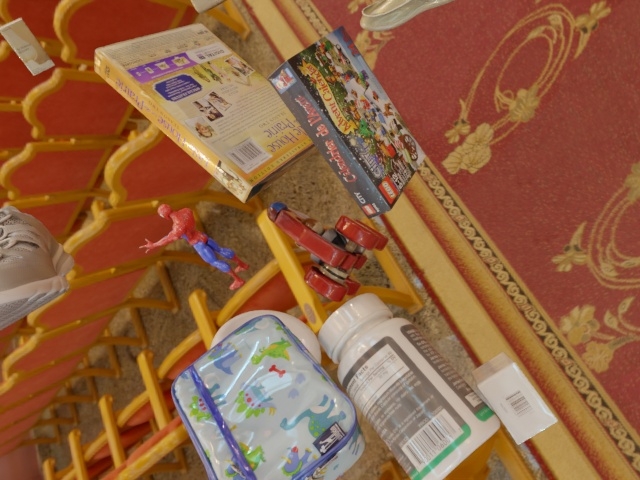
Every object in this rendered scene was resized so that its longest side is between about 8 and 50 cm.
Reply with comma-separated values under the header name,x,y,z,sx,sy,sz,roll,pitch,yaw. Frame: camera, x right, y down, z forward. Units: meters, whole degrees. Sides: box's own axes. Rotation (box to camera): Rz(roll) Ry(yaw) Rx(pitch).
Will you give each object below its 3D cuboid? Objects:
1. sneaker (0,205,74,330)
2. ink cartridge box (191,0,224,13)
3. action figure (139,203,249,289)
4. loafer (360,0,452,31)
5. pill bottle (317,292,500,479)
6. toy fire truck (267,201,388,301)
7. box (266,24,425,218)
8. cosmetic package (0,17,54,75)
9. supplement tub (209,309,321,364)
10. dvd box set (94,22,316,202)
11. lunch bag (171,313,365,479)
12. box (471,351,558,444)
name,x,y,z,sx,sy,sz,roll,pitch,yaw
sneaker,-0.342,0.024,0.452,0.281,0.105,0.115,15,136,62
ink cartridge box,-0.127,-0.448,0.546,0.193,0.088,0.234,-10,125,28
action figure,-0.316,0.021,1.065,0.139,0.280,0.091,-19,40,22
loafer,0.214,-0.587,1.025,0.269,0.092,0.102,-18,44,16
pill bottle,0.165,0.293,0.896,0.361,0.204,0.204,49,119,31
toy fire truck,0.000,0.000,1.008,0.254,0.302,0.169,32,97,16
box,0.050,-0.169,0.613,0.044,0.159,0.233,-22,113,44
cosmetic package,-0.713,-0.471,1.053,0.060,0.115,0.041,-37,44,-14
supplement tub,-0.127,0.339,0.948,0.228,0.228,0.316,31,127,35
dvd box set,-0.222,-0.302,0.963,0.420,0.307,0.062,41,137,2
lunch bag,-0.068,0.208,0.520,0.219,0.176,0.090,42,160,42
box,0.398,0.323,0.909,0.091,0.170,0.130,-36,75,8
